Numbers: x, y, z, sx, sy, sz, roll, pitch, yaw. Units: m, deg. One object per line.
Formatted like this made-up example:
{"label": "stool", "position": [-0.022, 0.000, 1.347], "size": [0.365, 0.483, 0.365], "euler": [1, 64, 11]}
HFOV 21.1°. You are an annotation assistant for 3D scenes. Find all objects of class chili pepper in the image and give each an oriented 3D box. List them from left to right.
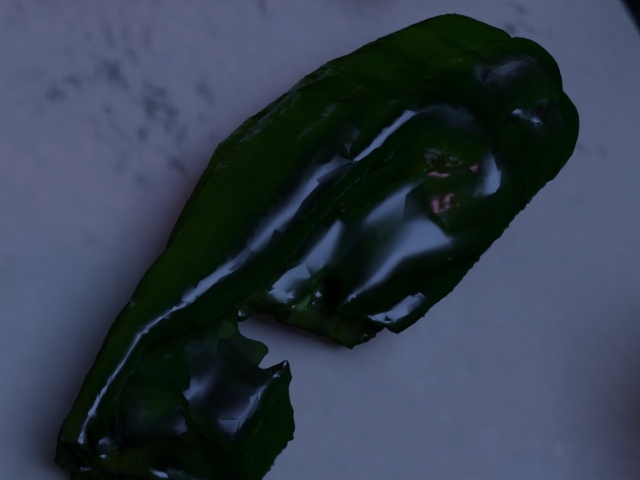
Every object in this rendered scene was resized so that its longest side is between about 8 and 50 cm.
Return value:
{"label": "chili pepper", "position": [0.001, 0.001, 0.611], "size": [0.253, 0.083, 0.099], "euler": [-47, 110, -31]}
